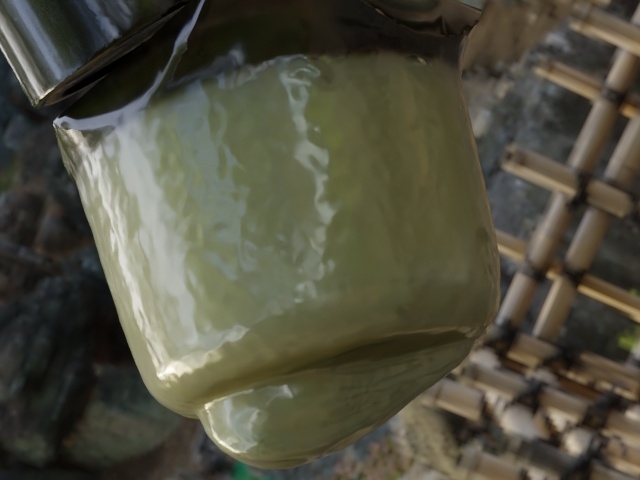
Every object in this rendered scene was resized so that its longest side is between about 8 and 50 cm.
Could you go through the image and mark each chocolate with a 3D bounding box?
[{"bbox_3d":[0.000,0.000,1.152,0.326,0.314,0.297,-38,66,29],"label":"chocolate"}]

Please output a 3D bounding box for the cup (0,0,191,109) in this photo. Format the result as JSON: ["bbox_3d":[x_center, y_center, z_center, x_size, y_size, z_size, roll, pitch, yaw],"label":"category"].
[{"bbox_3d":[-0.170,-0.223,1.141,0.166,0.177,0.239,-31,5,30],"label":"cup"}]
